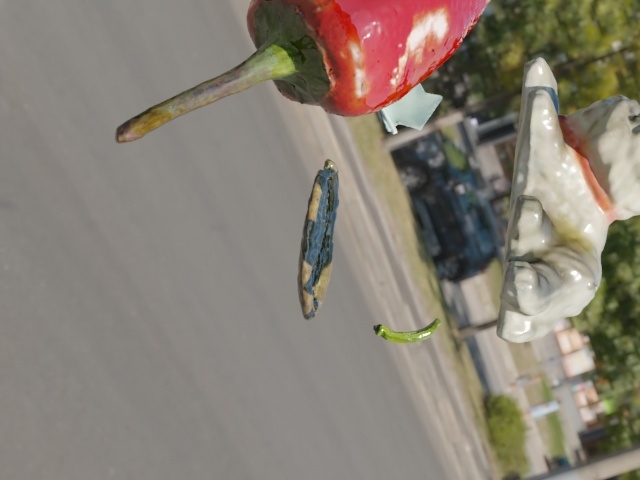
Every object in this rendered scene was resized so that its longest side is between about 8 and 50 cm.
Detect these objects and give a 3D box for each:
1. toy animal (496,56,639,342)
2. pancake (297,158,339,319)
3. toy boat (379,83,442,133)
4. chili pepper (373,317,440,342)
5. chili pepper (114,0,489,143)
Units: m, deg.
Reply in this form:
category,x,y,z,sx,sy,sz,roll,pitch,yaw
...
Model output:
category,x,y,z,sx,sy,sz,roll,pitch,yaw
toy animal,0.284,-0.024,1.319,0.308,0.188,0.266,-70,173,-69
pancake,-0.002,0.000,1.436,0.199,0.021,0.199,8,90,-82
toy boat,0.005,-0.233,1.065,0.210,0.070,0.291,-3,75,-49
chili pepper,0.098,0.099,1.366,0.017,0.083,0.030,123,-37,-57
chili pepper,0.022,-0.154,0.863,0.131,0.134,0.338,40,52,5
